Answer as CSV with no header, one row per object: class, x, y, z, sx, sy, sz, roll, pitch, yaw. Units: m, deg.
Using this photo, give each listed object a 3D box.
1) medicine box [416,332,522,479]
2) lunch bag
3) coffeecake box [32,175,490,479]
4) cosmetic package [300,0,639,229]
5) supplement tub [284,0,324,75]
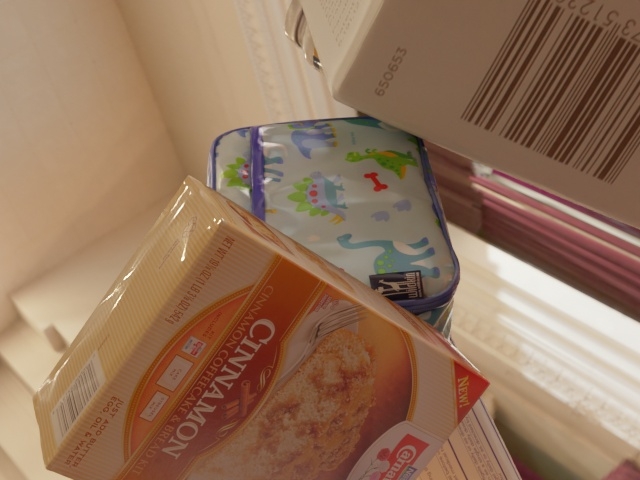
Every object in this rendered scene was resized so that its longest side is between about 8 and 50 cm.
medicine box,0.046,0.241,0.771,0.149,0.263,0.289,-31,-11,34
lunch bag,0.000,0.000,0.662,0.176,0.219,0.090,-3,-49,0
coffeecake box,-0.027,0.078,0.482,0.185,0.068,0.142,32,-83,-31
cosmetic package,0.194,-0.267,0.799,0.329,0.394,0.327,19,-65,-17
supplement tub,0.070,-0.241,1.123,0.144,0.199,0.144,-47,-15,-17
